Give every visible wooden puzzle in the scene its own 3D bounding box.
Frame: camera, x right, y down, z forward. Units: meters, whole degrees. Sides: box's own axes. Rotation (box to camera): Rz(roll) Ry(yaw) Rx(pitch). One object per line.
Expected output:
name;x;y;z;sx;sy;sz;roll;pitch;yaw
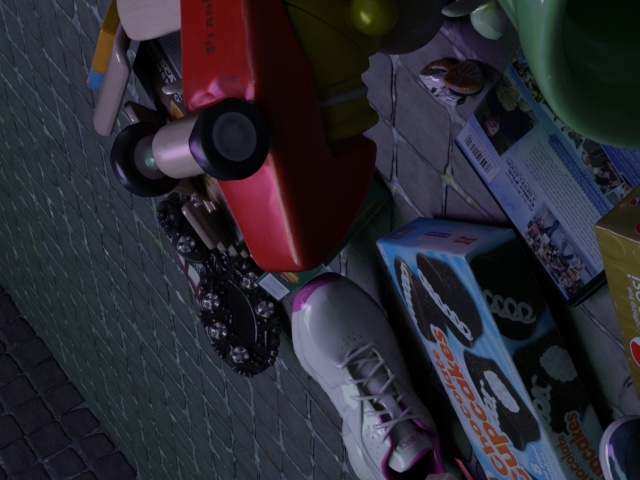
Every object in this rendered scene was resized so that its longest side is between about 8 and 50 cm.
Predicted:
wooden puzzle;-0.217;-0.261;1.586;0.221;0.044;0.238;131;152;-68

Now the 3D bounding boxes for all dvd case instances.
dvd case;0.196;-0.062;1.104;0.180;0.022;0.253;56;158;11

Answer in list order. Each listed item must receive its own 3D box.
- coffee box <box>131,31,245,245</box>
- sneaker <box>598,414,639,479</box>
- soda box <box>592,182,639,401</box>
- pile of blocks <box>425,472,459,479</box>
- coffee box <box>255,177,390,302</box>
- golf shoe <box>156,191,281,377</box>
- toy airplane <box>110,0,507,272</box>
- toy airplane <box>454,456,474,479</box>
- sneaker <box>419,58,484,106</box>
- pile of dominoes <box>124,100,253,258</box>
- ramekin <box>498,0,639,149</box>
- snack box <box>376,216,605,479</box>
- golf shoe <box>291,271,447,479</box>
coffee box;-0.103;-0.135;1.587;0.246;0.098;0.141;59;159;5
sneaker;0.317;0.228;1.085;0.226;0.086;0.163;54;166;0
soda box;0.254;0.048;1.024;0.061;0.058;0.181;26;146;46
pile of blocks;0.126;0.377;1.549;0.149;0.112;0.362;19;150;29
coffee box;0.000;0.000;1.497;0.040;0.113;0.184;44;157;-2
golf shoe;-0.130;0.053;1.917;0.120;0.105;0.273;126;120;-84
toy airplane;-0.018;-0.219;1.106;0.386;0.272;0.384;55;132;38
toy airplane;0.184;0.301;1.574;0.151;0.028;0.151;48;157;28
sneaker;0.118;-0.130;1.194;0.037;0.032;0.083;56;168;-26
pile of dominoes;-0.145;-0.055;1.674;0.196;0.040;0.251;61;-166;14
ramekin;0.184;-0.195;0.599;0.148;0.303;0.303;58;160;29
snack box;0.175;0.134;1.321;0.322;0.060;0.187;64;163;-13
golf shoe;0.067;0.169;1.558;0.140;0.115;0.306;36;156;57
